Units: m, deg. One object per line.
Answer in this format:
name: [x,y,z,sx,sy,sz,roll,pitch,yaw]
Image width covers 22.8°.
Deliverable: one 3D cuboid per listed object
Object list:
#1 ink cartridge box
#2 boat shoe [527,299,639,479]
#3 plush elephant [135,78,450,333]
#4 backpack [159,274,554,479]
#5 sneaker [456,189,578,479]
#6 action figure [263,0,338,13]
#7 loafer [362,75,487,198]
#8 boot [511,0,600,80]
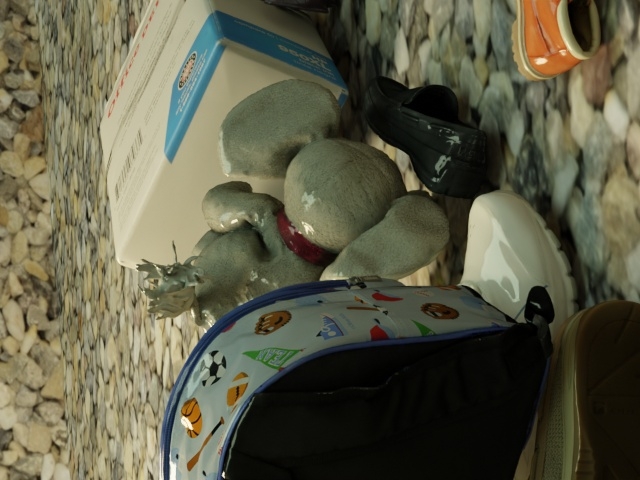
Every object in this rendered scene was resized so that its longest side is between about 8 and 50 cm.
ink cartridge box: [-0.129,-0.156,1.878,0.285,0.166,0.395,-63,21,20]
boat shoe: [0.204,0.198,1.188,0.098,0.109,0.302,152,123,-73]
plush elephant: [0.000,0.000,1.540,0.255,0.330,0.272,-38,66,15]
backpack: [0.013,0.145,1.183,0.213,0.263,0.276,27,112,50]
sneaker: [0.140,0.104,1.328,0.111,0.129,0.297,162,109,-71]
action figure: [0.000,-0.403,1.790,0.185,0.099,0.285,-131,49,-74]
loafer: [0.104,-0.116,1.528,0.223,0.076,0.078,54,129,57]
boot: [0.195,-0.216,1.307,0.084,0.059,0.158,169,93,-67]
